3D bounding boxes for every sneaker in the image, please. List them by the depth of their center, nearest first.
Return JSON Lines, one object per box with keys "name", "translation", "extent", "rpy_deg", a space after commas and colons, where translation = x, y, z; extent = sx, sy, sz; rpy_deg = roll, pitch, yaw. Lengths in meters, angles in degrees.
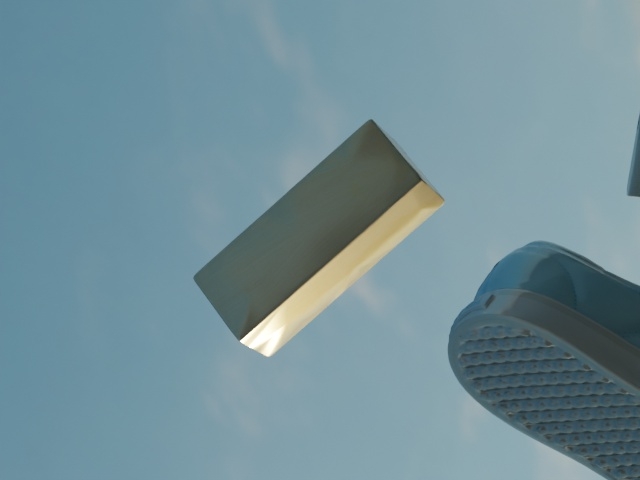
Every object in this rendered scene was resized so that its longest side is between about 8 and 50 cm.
{"name": "sneaker", "translation": [0.272, 0.116, 1.341], "extent": [0.366, 0.135, 0.150], "rpy_deg": [36, -135, -2]}

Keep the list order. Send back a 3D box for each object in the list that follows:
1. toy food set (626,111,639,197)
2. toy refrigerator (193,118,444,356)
{"name": "toy food set", "translation": [0.498, -0.127, 2.047], "extent": [0.092, 0.306, 0.219], "rpy_deg": [8, -88, -79]}
{"name": "toy refrigerator", "translation": [0.000, 0.000, 2.124], "extent": [0.102, 0.269, 0.094], "rpy_deg": [51, -173, 27]}
